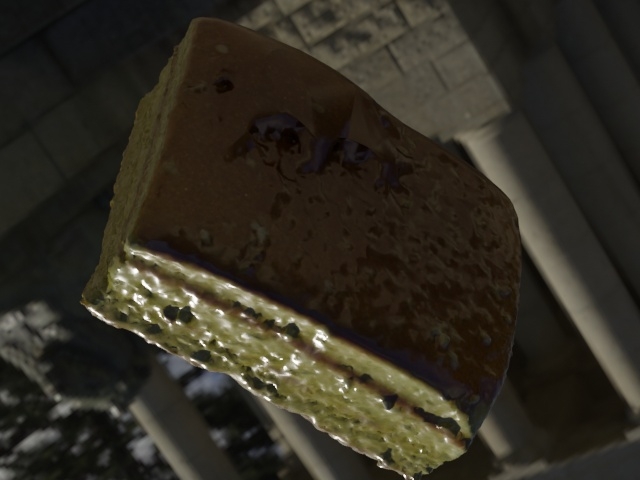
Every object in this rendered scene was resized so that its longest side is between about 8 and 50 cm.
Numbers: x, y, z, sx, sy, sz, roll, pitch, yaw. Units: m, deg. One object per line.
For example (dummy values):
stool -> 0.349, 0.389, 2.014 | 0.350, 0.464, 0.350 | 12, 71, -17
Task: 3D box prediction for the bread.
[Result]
bread -> 0.000, 0.000, 0.774 | 0.110, 0.234, 0.184 | -43, -154, 41
